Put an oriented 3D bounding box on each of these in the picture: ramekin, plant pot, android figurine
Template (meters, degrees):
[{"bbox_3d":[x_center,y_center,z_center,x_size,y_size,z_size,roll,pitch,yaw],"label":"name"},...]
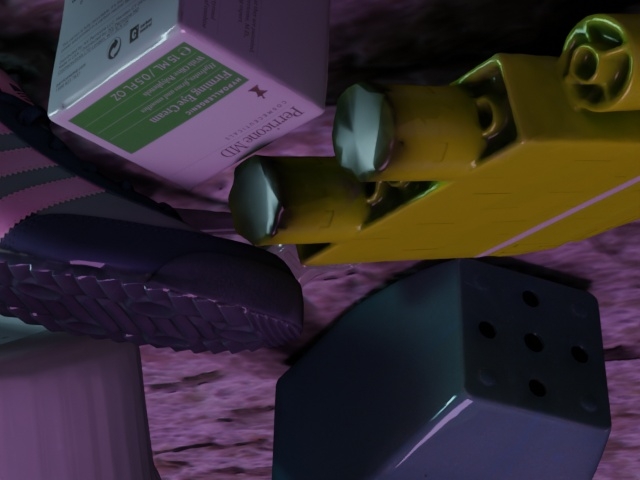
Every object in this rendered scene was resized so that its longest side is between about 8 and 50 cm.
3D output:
[{"bbox_3d":[-0.238,0.118,0.932,0.277,0.135,0.277,0,-170,0],"label":"ramekin"},{"bbox_3d":[0.086,0.126,0.991,0.165,0.166,0.234,15,142,-17],"label":"plant pot"},{"bbox_3d":[0.098,-0.040,0.721,0.272,0.056,0.248,-5,164,-37],"label":"android figurine"}]

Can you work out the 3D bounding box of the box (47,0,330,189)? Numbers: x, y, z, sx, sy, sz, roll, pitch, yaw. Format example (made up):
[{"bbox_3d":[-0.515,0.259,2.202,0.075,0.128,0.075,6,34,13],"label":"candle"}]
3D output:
[{"bbox_3d":[-0.059,-0.097,0.681,0.087,0.102,0.101,26,142,-36],"label":"box"}]

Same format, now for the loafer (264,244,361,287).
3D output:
[{"bbox_3d":[0.000,0.000,0.912,0.125,0.039,0.045,-31,101,42],"label":"loafer"}]

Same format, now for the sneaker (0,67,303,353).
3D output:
[{"bbox_3d":[-0.153,-0.032,0.743,0.319,0.131,0.112,14,159,3],"label":"sneaker"}]

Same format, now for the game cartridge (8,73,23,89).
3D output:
[{"bbox_3d":[-0.188,-0.048,0.814,0.056,0.083,0.017,-5,-172,4],"label":"game cartridge"}]

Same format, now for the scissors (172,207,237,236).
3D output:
[{"bbox_3d":[-0.162,-0.004,0.860,0.297,0.109,0.021,18,165,-24],"label":"scissors"}]
